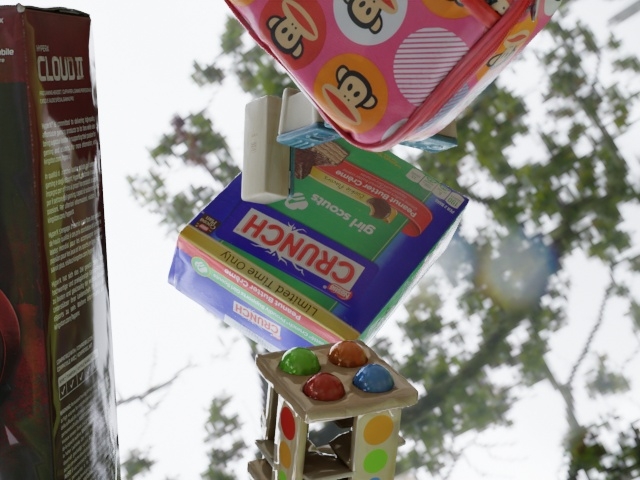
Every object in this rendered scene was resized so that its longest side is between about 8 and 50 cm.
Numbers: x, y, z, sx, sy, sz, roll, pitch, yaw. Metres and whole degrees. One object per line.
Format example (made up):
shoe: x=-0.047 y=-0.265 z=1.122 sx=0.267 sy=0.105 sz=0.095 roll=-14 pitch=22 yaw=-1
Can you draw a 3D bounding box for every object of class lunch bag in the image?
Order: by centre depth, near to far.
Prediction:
lunch bag: x=0.051 y=-0.245 z=0.970 sx=0.293 sy=0.258 sz=0.120 roll=50 pitch=-150 yaw=12

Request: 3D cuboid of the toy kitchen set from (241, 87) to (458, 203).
toy kitchen set: x=0.032 y=-0.109 z=1.426 sx=0.166 sy=0.207 sz=0.122 roll=9 pitch=-103 yaw=-35

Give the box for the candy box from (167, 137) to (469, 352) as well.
candy box: x=0.000 y=0.000 z=1.604 sx=0.268 sy=0.122 sz=0.317 roll=32 pitch=-128 yaw=13

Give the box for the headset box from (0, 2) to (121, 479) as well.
headset box: x=-0.217 y=0.012 z=0.566 sx=0.110 sy=0.218 sz=0.293 roll=-58 pitch=-33 yaw=-81

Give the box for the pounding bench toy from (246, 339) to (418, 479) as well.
pounding bench toy: x=-0.003 y=0.072 z=0.520 sx=0.052 sy=0.065 sz=0.083 roll=-6 pitch=-156 yaw=-26
